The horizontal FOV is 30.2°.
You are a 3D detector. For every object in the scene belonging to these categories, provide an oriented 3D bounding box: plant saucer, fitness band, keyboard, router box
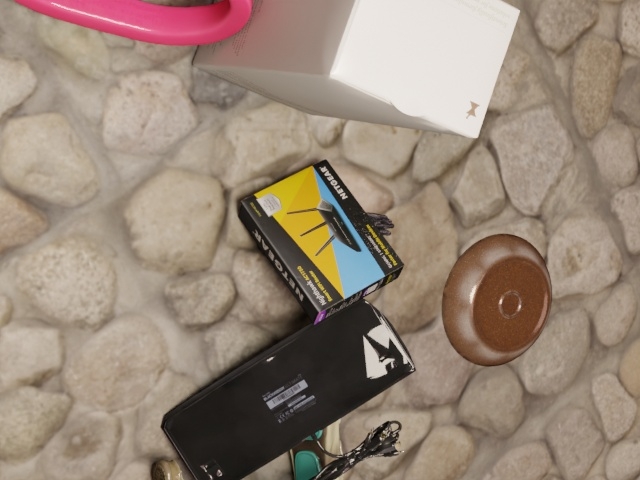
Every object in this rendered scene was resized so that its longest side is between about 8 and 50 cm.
[{"bbox_3d":[0.267,0.090,1.721,0.199,0.036,0.198,-5,102,-28],"label":"plant saucer"},{"bbox_3d":[-0.214,-0.289,1.283,0.291,0.209,0.054,13,71,-23],"label":"fitness band"},{"bbox_3d":[-0.021,0.227,1.502,0.317,0.033,0.201,-31,90,1],"label":"keyboard"},{"bbox_3d":[0.000,0.000,1.491,0.133,0.046,0.179,-29,70,-22],"label":"router box"}]

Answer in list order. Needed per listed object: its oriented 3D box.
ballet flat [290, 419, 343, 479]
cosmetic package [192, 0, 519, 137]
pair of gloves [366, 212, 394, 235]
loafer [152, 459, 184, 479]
[{"bbox_3d":[-0.004,0.261,1.581,0.086,0.086,0.248,-11,105,-28],"label":"ballet flat"},{"bbox_3d":[0.025,-0.225,1.340,0.197,0.366,0.155,20,88,-31],"label":"cosmetic package"},{"bbox_3d":[0.065,0.004,1.607,0.074,0.010,0.083,1,95,-28],"label":"pair of gloves"},{"bbox_3d":[-0.172,0.334,1.505,0.050,0.056,0.148,-26,120,-24],"label":"loafer"}]
